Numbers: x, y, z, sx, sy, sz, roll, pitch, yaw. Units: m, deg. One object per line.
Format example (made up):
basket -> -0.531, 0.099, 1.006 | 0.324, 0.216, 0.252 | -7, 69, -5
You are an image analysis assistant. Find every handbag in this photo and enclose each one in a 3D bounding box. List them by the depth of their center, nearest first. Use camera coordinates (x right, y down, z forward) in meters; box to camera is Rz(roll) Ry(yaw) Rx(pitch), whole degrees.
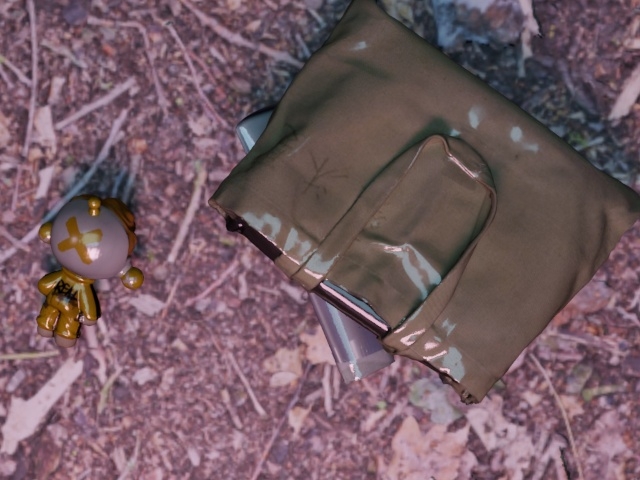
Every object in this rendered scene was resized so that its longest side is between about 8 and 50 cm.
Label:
handbag -> 0.092, -0.032, 0.946 | 0.316, 0.109, 0.253 | 38, 75, -7

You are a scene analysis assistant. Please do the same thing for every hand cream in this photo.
hand cream -> 0.000, 0.000, 0.989 | 0.079, 0.048, 0.255 | -23, 97, -26

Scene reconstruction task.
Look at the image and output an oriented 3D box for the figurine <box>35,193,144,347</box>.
figurine -> -0.217, 0.023, 0.988 | 0.143, 0.068, 0.101 | -41, 87, 20
